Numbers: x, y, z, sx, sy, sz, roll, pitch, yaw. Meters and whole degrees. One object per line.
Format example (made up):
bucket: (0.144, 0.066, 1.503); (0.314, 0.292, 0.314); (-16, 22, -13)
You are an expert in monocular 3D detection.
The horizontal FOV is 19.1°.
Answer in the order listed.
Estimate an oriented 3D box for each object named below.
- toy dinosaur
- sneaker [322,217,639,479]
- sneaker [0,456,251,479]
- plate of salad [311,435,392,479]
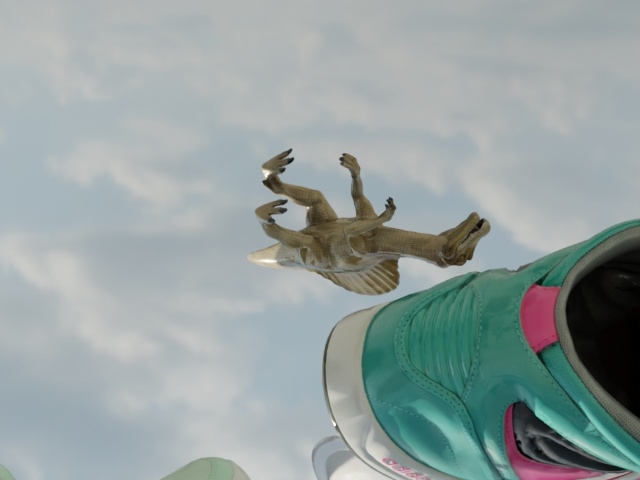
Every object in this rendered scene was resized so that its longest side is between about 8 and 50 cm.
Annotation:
toy dinosaur: (0.000, 0.000, 1.036); (0.183, 0.092, 0.053); (-5, -134, 41)
sneaker: (0.165, 0.071, 0.918); (0.295, 0.124, 0.178); (16, 155, -41)
sneaker: (-0.171, 0.171, 1.233); (0.256, 0.151, 0.094); (-29, -164, -21)
plate of salad: (0.082, 0.166, 1.054); (0.200, 0.200, 0.048); (16, -122, 41)
